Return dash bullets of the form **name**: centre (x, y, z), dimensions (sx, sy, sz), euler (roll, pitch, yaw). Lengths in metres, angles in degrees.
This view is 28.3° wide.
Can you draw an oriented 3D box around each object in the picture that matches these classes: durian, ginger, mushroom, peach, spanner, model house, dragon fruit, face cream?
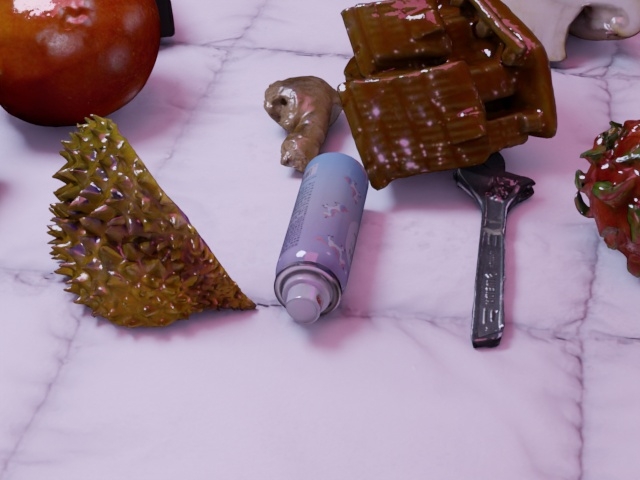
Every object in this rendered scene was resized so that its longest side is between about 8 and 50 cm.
- **durian**: centre (-0.206, -0.032, 1.303), dimensions (0.154, 0.186, 0.260), euler (-18, 26, -30)
- **ginger**: centre (-0.028, -0.148, 1.509), dimensions (0.096, 0.067, 0.165), euler (23, 39, -2)
- **mushroom**: centre (0.292, -0.318, 1.690), dimensions (0.286, 0.156, 0.151), euler (9, 10, 13)
- **peach**: centre (-0.312, -0.253, 1.542), dimensions (0.244, 0.199, 0.243), euler (3, 70, -7)
- **spanner**: centre (0.179, -0.001, 1.338), dimensions (0.093, 0.026, 0.325), euler (3, 38, 8)
- **model house**: centre (0.117, -0.183, 1.437), dimensions (0.229, 0.199, 0.220), euler (-23, 16, -34)
- **dragon fruit**: centre (0.352, -0.023, 1.279), dimensions (0.137, 0.135, 0.236), euler (-34, 62, 0)
- **face cream**: centre (0.000, 0.000, 1.306), dimensions (0.075, 0.075, 0.229), euler (4, 38, 9)

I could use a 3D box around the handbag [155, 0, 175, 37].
- **handbag**: centre (-0.359, -0.345, 1.756), dimensions (0.257, 0.113, 0.285), euler (-22, 48, -15)
